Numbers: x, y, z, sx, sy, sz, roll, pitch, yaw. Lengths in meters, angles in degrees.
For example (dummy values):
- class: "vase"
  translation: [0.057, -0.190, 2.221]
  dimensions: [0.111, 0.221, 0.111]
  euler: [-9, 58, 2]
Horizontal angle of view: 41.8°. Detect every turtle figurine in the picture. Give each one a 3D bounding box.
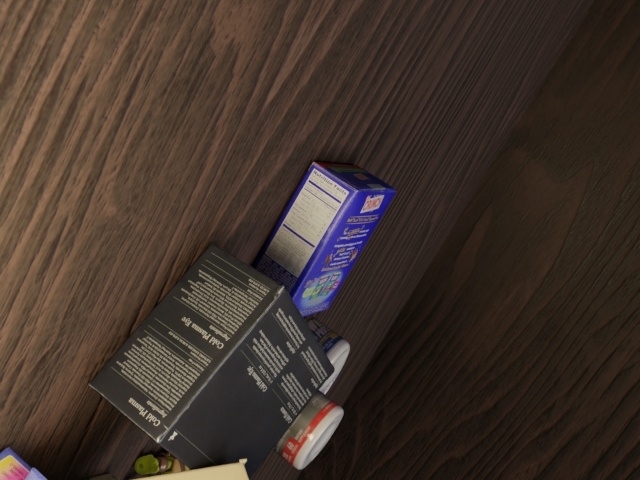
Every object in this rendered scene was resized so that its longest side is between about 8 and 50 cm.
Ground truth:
- class: "turtle figurine"
  translation: [-0.323, 0.489, 1.835]
  dimensions: [0.217, 0.087, 0.269]
  euler: [7, 94, -68]

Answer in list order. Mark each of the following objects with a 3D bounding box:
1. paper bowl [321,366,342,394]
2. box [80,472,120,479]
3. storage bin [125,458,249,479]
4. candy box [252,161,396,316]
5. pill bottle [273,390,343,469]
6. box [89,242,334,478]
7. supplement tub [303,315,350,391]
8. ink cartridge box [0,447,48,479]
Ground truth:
- class: "paper bowl"
  translation: [-0.060, 0.354, 2.213]
  dimensions: [0.284, 0.148, 0.284]
  euler: [-50, 163, -22]
- class: "box"
  translation: [-0.437, 0.502, 1.510]
  dimensions: [0.113, 0.094, 0.275]
  euler: [-56, 164, -1]
- class: "storage bin"
  translation: [-0.256, 0.489, 1.372]
  dimensions: [0.262, 0.123, 0.260]
  euler: [-2, 138, -29]
- class: "candy box"
  translation: [0.000, 0.000, 1.735]
  dimensions: [0.317, 0.122, 0.268]
  euler: [-59, 163, 14]
- class: "pill bottle"
  translation: [-0.106, 0.346, 1.815]
  dimensions: [0.161, 0.283, 0.161]
  euler: [-49, 163, -21]
- class: "box"
  translation: [-0.172, 0.238, 1.467]
  dimensions: [0.312, 0.179, 0.343]
  euler: [-51, 148, -18]
- class: "supplement tub"
  translation: [-0.049, 0.240, 1.923]
  dimensions: [0.144, 0.200, 0.144]
  euler: [-50, 164, -20]
- class: "ink cartridge box"
  translation: [-0.422, 0.489, 1.201]
  dimensions: [0.151, 0.270, 0.395]
  euler: [-37, 156, -45]
